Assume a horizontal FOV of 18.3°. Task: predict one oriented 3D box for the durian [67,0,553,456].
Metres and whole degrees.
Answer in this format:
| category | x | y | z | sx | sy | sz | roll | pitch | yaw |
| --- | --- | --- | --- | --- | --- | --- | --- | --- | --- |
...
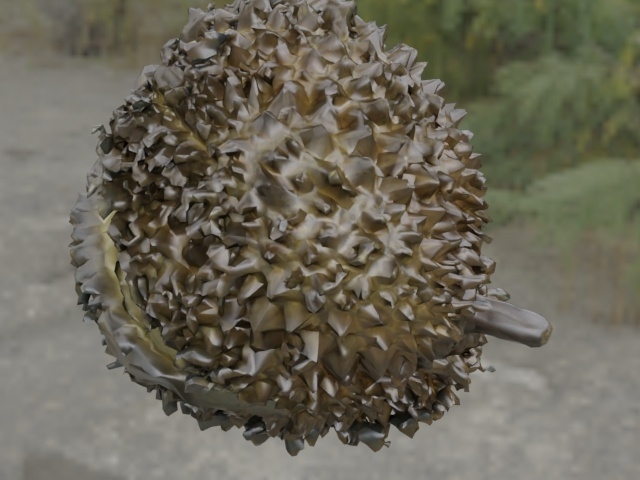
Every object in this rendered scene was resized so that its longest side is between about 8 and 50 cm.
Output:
| category | x | y | z | sx | sy | sz | roll | pitch | yaw |
| --- | --- | --- | --- | --- | --- | --- | --- | --- | --- |
| durian | 0.000 | 0.000 | 0.772 | 0.196 | 0.167 | 0.196 | 23 | -14 | 6 |
